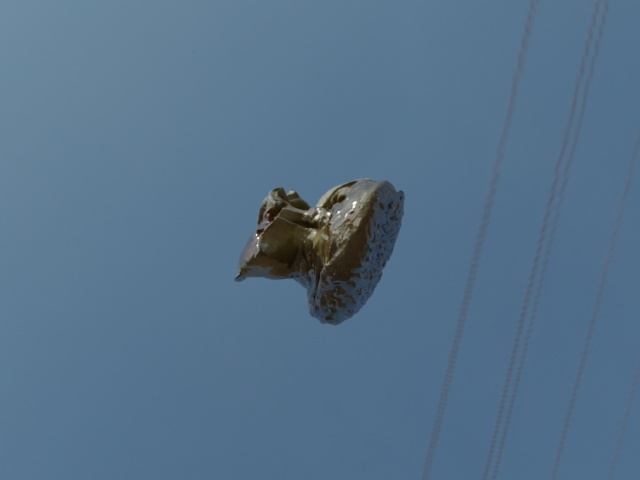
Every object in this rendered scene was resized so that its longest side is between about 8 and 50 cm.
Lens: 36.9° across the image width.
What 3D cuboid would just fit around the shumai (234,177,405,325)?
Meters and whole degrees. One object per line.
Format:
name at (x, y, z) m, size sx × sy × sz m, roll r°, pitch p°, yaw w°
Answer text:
shumai at (0.000, 0.000, 1.036) m, size 0.153 × 0.209 × 0.161 m, roll 17°, pitch -104°, yaw 8°
